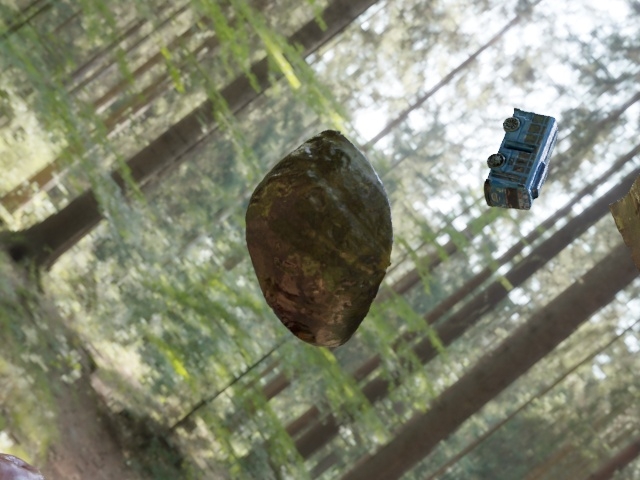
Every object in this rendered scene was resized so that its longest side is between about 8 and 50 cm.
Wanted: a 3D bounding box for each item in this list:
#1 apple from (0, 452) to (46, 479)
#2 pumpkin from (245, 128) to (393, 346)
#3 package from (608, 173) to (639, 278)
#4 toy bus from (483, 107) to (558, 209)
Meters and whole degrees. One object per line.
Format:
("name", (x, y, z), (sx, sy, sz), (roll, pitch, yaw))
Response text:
("apple", (-0.477, 0.382, 1.323), (0.153, 0.120, 0.153), (30, -7, 4))
("pumpkin", (0.000, 0.000, 1.240), (0.169, 0.148, 0.312), (-17, -93, 53))
("package", (0.394, -0.022, 0.815), (0.062, 0.251, 0.204), (30, 41, -34))
("toy bus", (0.381, -0.150, 1.689), (0.106, 0.185, 0.090), (16, -22, 23))
